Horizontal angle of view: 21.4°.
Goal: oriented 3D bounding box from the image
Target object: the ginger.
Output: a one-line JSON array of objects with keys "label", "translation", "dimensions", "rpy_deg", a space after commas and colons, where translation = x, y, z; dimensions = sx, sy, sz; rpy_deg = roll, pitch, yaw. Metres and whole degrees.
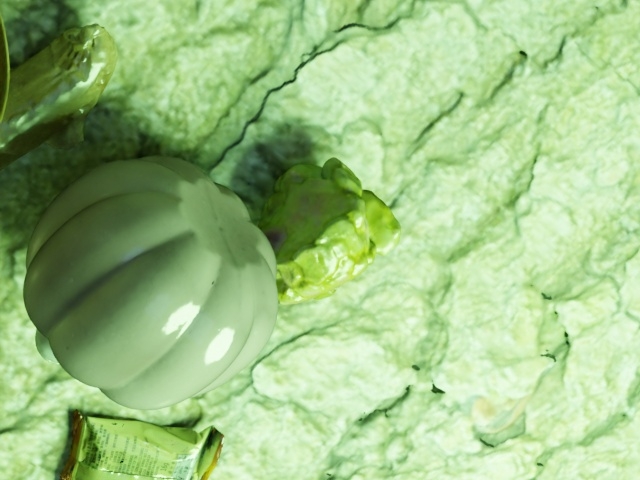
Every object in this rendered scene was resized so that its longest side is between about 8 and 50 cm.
[{"label": "ginger", "translation": [-0.273, -0.073, 1.130], "dimensions": [0.294, 0.086, 0.131], "rpy_deg": [-27, 112, -13]}]

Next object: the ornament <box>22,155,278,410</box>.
[{"label": "ornament", "translation": [-0.122, 0.033, 1.179], "dimensions": [0.177, 0.177, 0.177], "rpy_deg": [-8, 119, -14]}]

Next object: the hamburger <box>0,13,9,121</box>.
[{"label": "hamburger", "translation": [-0.330, -0.094, 0.944], "dimensions": [0.212, 0.274, 0.274], "rpy_deg": [-26, 127, 30]}]

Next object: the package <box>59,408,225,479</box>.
[{"label": "package", "translation": [-0.145, 0.187, 1.333], "dimensions": [0.121, 0.031, 0.108], "rpy_deg": [9, 113, -17]}]

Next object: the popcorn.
[{"label": "popcorn", "translation": [-0.002, 0.001, 1.242], "dimensions": [0.109, 0.097, 0.089], "rpy_deg": [-45, 123, 4]}]
